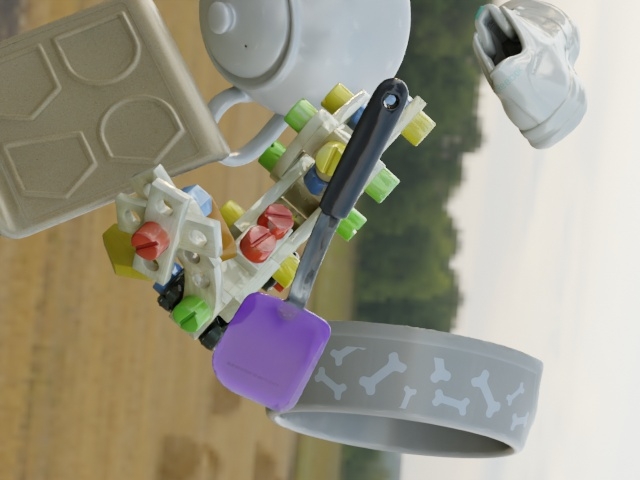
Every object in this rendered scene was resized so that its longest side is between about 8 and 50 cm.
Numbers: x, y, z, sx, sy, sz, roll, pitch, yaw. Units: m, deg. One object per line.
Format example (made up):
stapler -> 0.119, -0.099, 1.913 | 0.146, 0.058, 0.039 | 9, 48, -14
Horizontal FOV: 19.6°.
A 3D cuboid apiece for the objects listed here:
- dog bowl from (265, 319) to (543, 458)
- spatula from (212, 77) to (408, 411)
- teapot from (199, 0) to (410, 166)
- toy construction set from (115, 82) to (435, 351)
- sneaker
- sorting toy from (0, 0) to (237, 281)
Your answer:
dog bowl -> 0.093, 0.182, 2.181 | 0.349, 0.349, 0.102 | 91, 8, -76
spatula -> 0.000, 0.000, 1.534 | 0.296, 0.084, 0.030 | -65, -168, 3
teapot -> -0.043, -0.236, 1.963 | 0.252, 0.187, 0.256 | -23, -96, 48
toy construction set -> -0.051, -0.020, 1.680 | 0.328, 0.151, 0.215 | -27, 165, -43
sneaker -> 0.153, -0.158, 1.459 | 0.080, 0.094, 0.212 | -42, -157, 17
sorting toy -> -0.205, -0.079, 1.696 | 0.041, 0.229, 0.307 | 93, -26, -58
